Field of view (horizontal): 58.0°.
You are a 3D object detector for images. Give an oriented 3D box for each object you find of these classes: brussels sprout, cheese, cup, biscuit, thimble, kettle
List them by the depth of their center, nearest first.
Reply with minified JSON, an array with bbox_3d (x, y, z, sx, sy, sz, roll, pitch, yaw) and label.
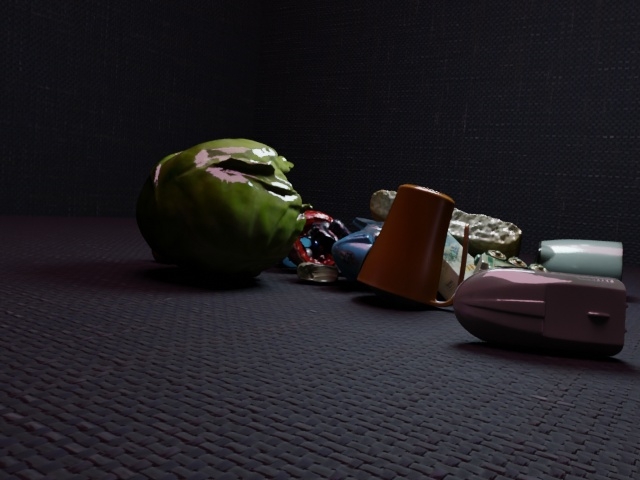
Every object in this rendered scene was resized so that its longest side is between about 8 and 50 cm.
[{"bbox_3d":[0.219,0.024,1.281,0.226,0.264,0.182,18,0,19],"label":"cup"},{"bbox_3d":[-0.260,-0.082,1.424,0.361,0.342,0.425,10,-10,-28],"label":"brussels sprout"},{"bbox_3d":[0.016,0.085,1.500,0.171,0.048,0.092,8,-1,-35],"label":"cheese"},{"bbox_3d":[-0.022,0.003,1.670,0.163,0.189,0.125,-42,19,-10],"label":"thimble"},{"bbox_3d":[0.360,0.012,1.693,0.429,0.104,0.446,18,-16,21],"label":"biscuit"},{"bbox_3d":[0.763,0.089,1.735,0.236,0.161,0.221,4,-24,21],"label":"kettle"}]

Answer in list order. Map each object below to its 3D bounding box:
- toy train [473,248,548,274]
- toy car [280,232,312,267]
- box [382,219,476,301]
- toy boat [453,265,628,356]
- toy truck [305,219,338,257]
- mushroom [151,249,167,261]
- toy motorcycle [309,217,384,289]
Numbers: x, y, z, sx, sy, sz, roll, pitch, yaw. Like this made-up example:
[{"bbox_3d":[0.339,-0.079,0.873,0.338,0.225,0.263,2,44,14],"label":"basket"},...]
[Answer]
[{"bbox_3d":[0.449,0.090,1.341,0.194,0.081,0.125,21,26,7],"label":"toy train"},{"bbox_3d":[-0.102,0.004,1.776,0.126,0.161,0.098,0,-4,-34],"label":"toy car"},{"bbox_3d":[0.287,0.028,1.431,0.256,0.069,0.164,51,29,21],"label":"box"},{"bbox_3d":[0.366,0.116,0.977,0.269,0.141,0.141,4,4,18],"label":"toy boat"},{"bbox_3d":[0.000,0.000,1.862,0.113,0.126,0.208,1,-11,-24],"label":"toy truck"},{"bbox_3d":[-0.404,0.029,1.694,0.084,0.071,0.209,-28,-13,23],"label":"mushroom"},{"bbox_3d":[0.170,0.052,1.500,0.416,0.172,0.232,19,15,-17],"label":"toy motorcycle"}]
